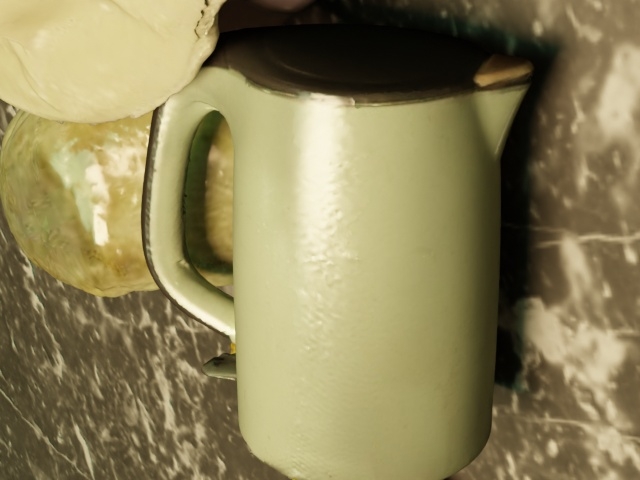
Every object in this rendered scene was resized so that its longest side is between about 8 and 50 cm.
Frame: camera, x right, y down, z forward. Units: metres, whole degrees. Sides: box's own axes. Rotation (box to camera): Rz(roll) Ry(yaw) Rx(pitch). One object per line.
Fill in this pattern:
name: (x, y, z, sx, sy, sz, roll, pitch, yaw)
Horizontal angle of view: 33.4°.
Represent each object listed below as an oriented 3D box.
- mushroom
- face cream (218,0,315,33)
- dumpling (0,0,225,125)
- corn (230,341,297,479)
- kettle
mushroom: (-0.133, -0.056, 0.775, 0.267, 0.164, 0.189, 26, 129, 35)
face cream: (-0.005, -0.221, 0.621, 0.274, 0.096, 0.154, -44, 74, 34)
dumpling: (-0.185, -0.211, 0.619, 0.395, 0.233, 0.315, 25, 140, 28)
corn: (0.023, 0.168, 0.794, 0.260, 0.091, 0.091, 54, 160, 13)
kettle: (0.000, 0.000, 0.648, 0.241, 0.165, 0.255, 7, 118, 16)
